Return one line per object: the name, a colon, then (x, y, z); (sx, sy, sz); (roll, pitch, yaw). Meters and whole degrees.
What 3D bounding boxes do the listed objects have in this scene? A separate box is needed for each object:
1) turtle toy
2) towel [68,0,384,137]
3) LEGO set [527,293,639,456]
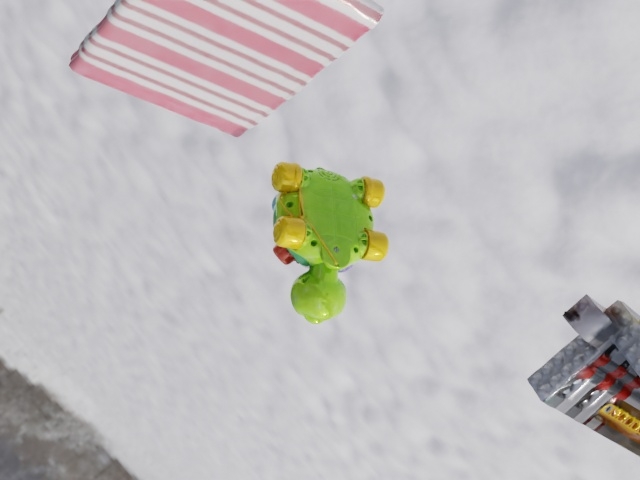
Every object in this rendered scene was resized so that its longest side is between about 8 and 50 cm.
turtle toy: (0.000, 0.000, 0.794); (0.066, 0.095, 0.130); (131, 143, -54)
towel: (-0.070, -0.141, 0.692); (0.144, 0.029, 0.197); (20, 150, -29)
LEGO set: (0.227, 0.086, 0.322); (0.192, 0.255, 0.331); (31, -151, -40)
